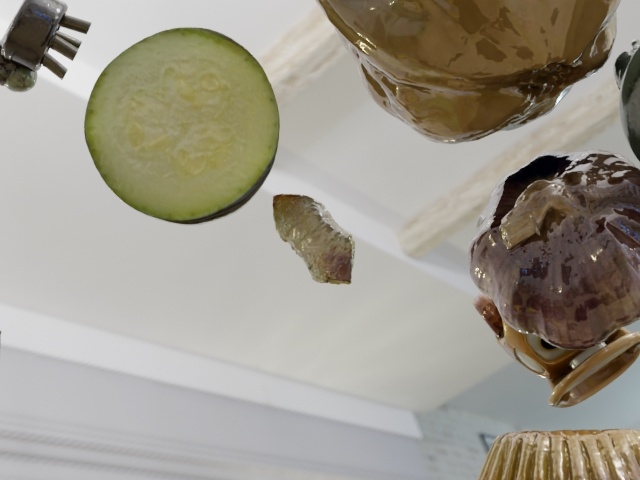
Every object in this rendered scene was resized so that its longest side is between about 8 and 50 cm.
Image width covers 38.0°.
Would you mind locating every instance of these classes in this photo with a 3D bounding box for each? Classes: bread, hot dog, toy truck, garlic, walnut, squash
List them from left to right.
[{"bbox_3d":[-0.172,-0.144,1.198,0.252,0.252,0.049,-20,-2,-1],"label":"squash"},{"bbox_3d":[0.000,0.001,1.225,0.078,0.169,0.061,-40,-27,5],"label":"hot dog"},{"bbox_3d":[0.164,-0.309,1.068,0.383,0.384,0.384,-15,-32,-10],"label":"walnut"},{"bbox_3d":[0.401,0.142,1.545,0.204,0.212,0.288,-37,-29,4],"label":"toy truck"},{"bbox_3d":[0.330,0.332,1.258,0.274,0.149,0.274,-4,-20,-2],"label":"bread"},{"bbox_3d":[0.275,-0.008,1.024,0.244,0.245,0.160,-25,-44,6],"label":"garlic"}]

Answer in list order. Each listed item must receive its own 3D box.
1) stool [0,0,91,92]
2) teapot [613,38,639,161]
[{"bbox_3d":[-0.462,-0.312,1.506,0.121,0.125,0.217,29,-62,-21],"label":"stool"},{"bbox_3d":[0.418,-0.147,0.991,0.129,0.294,0.193,-23,-49,-30],"label":"teapot"}]
